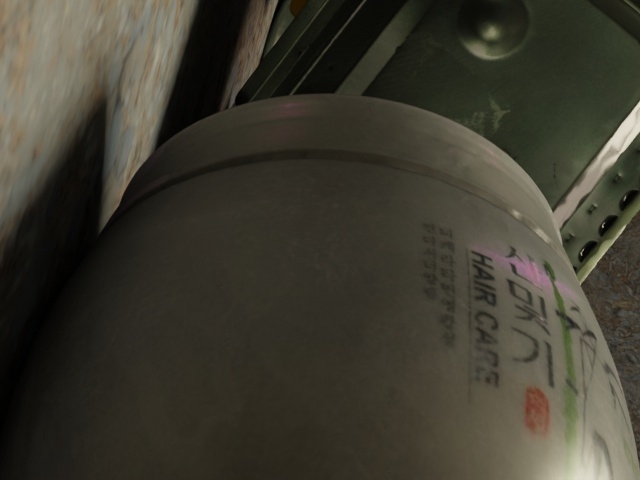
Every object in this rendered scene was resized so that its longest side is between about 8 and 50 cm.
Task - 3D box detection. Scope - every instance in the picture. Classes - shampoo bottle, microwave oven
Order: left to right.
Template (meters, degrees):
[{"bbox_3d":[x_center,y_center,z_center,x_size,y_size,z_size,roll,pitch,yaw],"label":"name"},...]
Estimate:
[{"bbox_3d":[0.000,0.096,0.536,0.273,0.272,0.266,106,-7,-48],"label":"shampoo bottle"},{"bbox_3d":[0.086,-0.087,0.843,0.394,0.247,0.333,-52,179,2],"label":"microwave oven"}]

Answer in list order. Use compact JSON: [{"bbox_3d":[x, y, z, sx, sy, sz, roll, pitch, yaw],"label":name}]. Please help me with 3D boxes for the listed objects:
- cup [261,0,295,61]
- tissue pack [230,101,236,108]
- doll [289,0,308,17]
[{"bbox_3d":[0.043,-0.168,1.274,0.199,0.150,0.199,-54,154,-42],"label":"cup"},{"bbox_3d":[-0.070,-0.070,1.042,0.062,0.042,0.083,-70,177,-48],"label":"tissue pack"},{"bbox_3d":[0.058,-0.340,1.105,0.314,0.141,0.177,-69,-168,-13],"label":"doll"}]
